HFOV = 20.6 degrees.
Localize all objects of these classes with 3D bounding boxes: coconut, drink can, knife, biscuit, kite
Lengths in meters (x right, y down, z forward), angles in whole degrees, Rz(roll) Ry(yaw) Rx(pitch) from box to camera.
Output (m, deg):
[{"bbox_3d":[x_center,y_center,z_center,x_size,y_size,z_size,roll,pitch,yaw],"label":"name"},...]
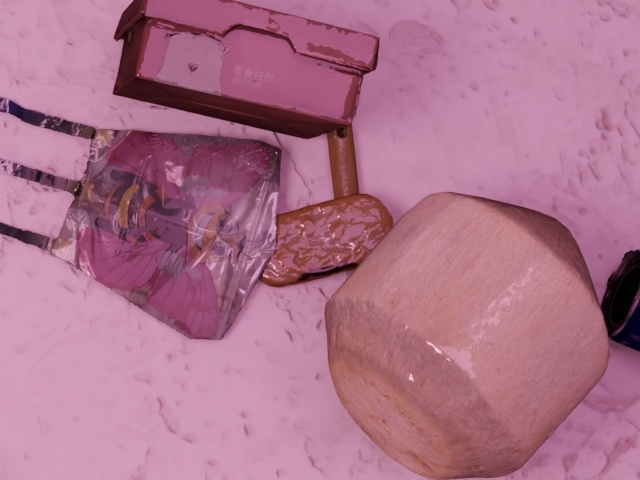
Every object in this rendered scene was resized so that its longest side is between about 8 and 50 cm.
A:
[{"bbox_3d":[0.141,0.078,1.607,0.237,0.237,0.266,42,72,-3],"label":"coconut"},{"bbox_3d":[0.398,0.094,1.751,0.235,0.097,0.097,23,72,-10],"label":"drink can"},{"bbox_3d":[0.041,0.021,1.710,0.047,0.017,0.298,-1,77,-22],"label":"knife"},{"bbox_3d":[0.000,0.000,1.690,0.147,0.018,0.071,-16,80,-4],"label":"biscuit"},{"bbox_3d":[-0.212,-0.046,1.654,0.360,0.022,0.204,20,77,-8],"label":"kite"}]

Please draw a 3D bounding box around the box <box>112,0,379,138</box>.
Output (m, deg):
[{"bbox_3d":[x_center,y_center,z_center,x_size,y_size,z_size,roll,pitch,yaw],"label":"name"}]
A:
[{"bbox_3d":[-0.078,-0.160,1.621,0.215,0.215,0.086,13,87,-13],"label":"box"}]
